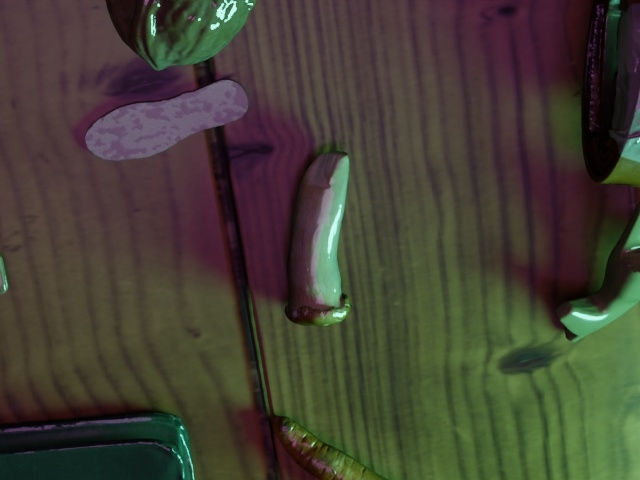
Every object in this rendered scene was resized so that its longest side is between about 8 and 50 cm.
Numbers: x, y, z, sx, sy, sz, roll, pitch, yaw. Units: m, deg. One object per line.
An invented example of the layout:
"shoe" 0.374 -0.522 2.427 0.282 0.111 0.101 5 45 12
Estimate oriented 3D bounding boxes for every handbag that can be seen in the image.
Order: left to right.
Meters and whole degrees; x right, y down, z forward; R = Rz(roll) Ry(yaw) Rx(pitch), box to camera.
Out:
"handbag" -0.312 0.338 1.791 0.326 0.089 0.238 -6 107 -3

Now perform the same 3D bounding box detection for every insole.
"insole" -0.177 -0.138 1.710 0.193 0.006 0.065 -19 106 0

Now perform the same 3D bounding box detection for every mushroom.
"mushroom" 0.000 0.000 1.730 0.071 0.084 0.209 -2 104 -26

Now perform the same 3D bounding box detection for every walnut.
"walnut" -0.148 -0.292 1.593 0.178 0.178 0.230 15 108 -9

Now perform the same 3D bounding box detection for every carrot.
"carrot" 0.035 0.293 1.826 0.248 0.059 0.059 36 100 -10

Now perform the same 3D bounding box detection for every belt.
"belt" 0.361 -0.189 1.650 0.105 0.184 0.261 4 91 -7

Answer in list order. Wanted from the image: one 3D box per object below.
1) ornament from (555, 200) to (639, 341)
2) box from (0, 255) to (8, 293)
"ornament" 0.391 0.030 1.746 0.230 0.061 0.245 -15 147 -17
"box" -0.425 0.048 1.731 0.115 0.025 0.048 -9 108 -3
